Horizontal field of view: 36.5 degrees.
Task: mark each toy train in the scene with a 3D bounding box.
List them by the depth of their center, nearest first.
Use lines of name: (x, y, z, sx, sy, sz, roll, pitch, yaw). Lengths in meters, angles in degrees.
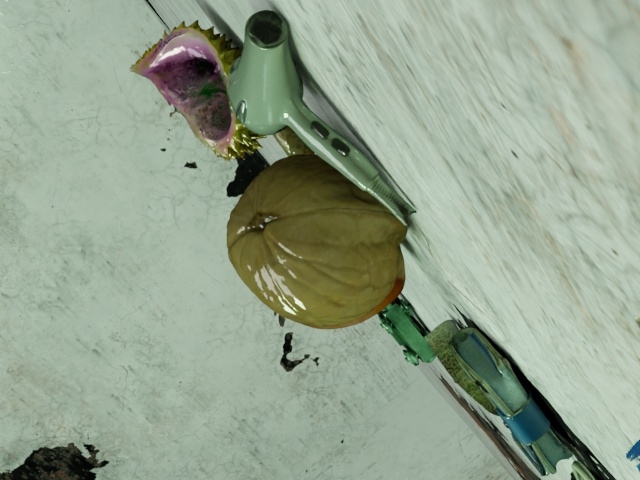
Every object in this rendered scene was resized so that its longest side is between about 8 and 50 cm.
toy train: (0.184, 0.190, 2.171, 0.200, 0.083, 0.132, 53, 180, -25)

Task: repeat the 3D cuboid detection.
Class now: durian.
durian: (-0.163, -0.254, 1.523, 0.260, 0.153, 0.186, 54, 157, 13)

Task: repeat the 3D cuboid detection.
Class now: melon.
melon: (0.228, 0.199, 1.503, 0.098, 0.054, 0.182, 43, -168, -19)

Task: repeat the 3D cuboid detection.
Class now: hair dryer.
hair dryer: (-0.006, -0.143, 1.051, 0.267, 0.092, 0.229, 35, 165, 24)

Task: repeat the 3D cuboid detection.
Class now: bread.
bread: (-0.035, -0.151, 1.348, 0.082, 0.060, 0.113, 51, 180, 14)

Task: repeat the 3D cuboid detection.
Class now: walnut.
walnut: (0.000, 0.000, 1.218, 0.228, 0.228, 0.228, 51, 178, 3)

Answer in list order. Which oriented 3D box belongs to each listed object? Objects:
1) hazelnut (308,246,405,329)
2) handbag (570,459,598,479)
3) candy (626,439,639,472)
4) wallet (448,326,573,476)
hazelnut: (0.015, 0.026, 1.418, 0.214, 0.214, 0.176, 50, 164, 29)
handbag: (0.423, 0.412, 1.281, 0.315, 0.109, 0.241, 65, 174, -11)
candy: (0.292, 0.199, 0.729, 0.136, 0.038, 0.088, 43, 162, 20)
wallet: (0.266, 0.225, 1.351, 0.202, 0.059, 0.141, 54, -177, -23)
